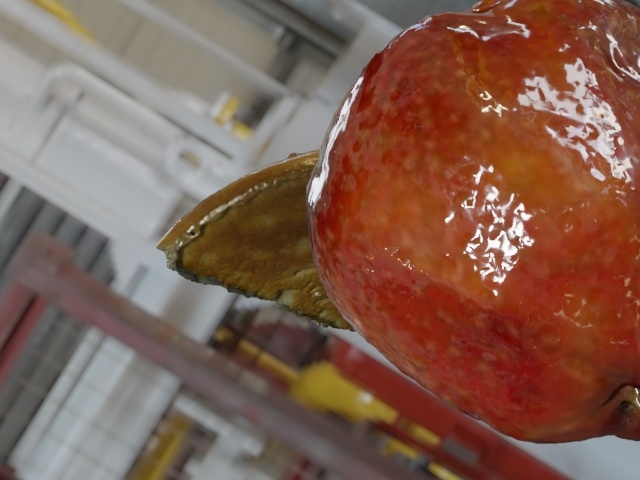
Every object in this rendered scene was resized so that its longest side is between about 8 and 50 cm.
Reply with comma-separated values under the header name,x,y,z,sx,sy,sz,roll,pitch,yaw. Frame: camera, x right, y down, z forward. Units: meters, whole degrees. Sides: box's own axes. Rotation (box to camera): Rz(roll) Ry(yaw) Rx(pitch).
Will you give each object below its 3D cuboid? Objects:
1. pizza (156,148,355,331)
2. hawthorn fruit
name,x,y,z,sx,sy,sz,roll,pitch,yaw
pizza,0.000,0.000,1.392,0.185,0.176,0.036,-31,45,15
hawthorn fruit,0.085,-0.005,0.758,0.173,0.179,0.173,-45,-3,-3
